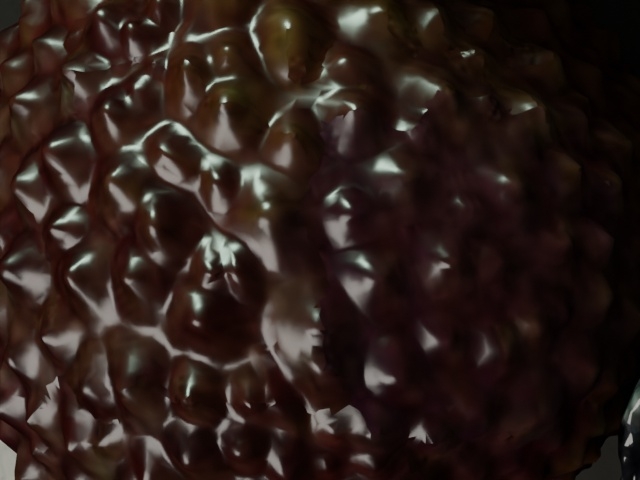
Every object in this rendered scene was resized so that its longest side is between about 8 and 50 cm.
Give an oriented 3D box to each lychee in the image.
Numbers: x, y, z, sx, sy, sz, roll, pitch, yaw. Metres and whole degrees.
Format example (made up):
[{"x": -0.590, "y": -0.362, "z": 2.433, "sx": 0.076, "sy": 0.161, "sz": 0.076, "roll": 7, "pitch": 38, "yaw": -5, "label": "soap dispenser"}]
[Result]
[{"x": 0.000, "y": 0.000, "z": 0.765, "sx": 0.306, "sy": 0.306, "sz": 0.330, "roll": -28, "pitch": 84, "yaw": 53, "label": "lychee"}]

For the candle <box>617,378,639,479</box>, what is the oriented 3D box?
[{"x": 0.269, "y": 0.113, "z": 0.622, "sx": 0.330, "sy": 0.187, "sz": 0.187, "roll": 29, "pitch": 133, "yaw": 34, "label": "candle"}]
